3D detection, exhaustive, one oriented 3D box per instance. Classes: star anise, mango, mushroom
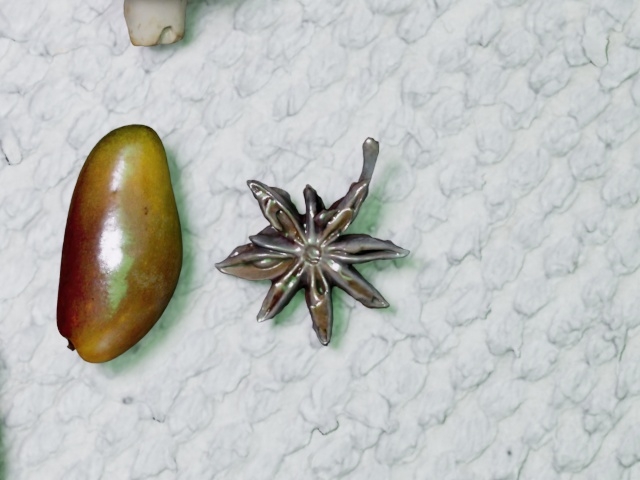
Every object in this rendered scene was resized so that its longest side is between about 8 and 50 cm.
[{"bbox_3d":[0.001,0.000,1.483,0.231,0.089,0.209,-36,99,-1],"label":"star anise"},{"bbox_3d":[-0.218,0.005,1.457,0.133,0.111,0.268,7,85,13],"label":"mango"},{"bbox_3d":[-0.181,-0.314,1.466,0.204,0.204,0.204,0,84,-3],"label":"mushroom"}]
